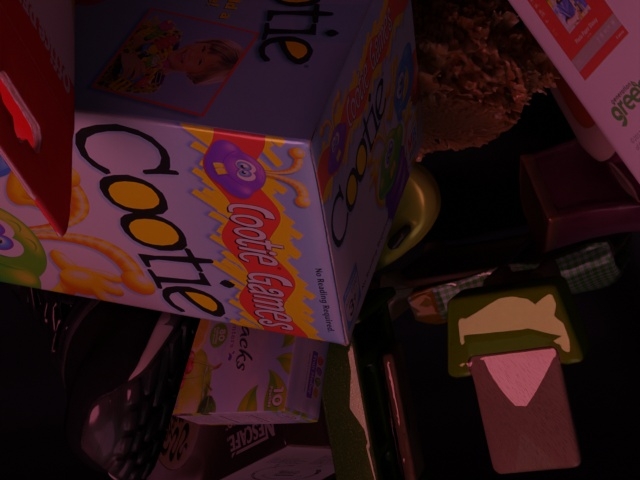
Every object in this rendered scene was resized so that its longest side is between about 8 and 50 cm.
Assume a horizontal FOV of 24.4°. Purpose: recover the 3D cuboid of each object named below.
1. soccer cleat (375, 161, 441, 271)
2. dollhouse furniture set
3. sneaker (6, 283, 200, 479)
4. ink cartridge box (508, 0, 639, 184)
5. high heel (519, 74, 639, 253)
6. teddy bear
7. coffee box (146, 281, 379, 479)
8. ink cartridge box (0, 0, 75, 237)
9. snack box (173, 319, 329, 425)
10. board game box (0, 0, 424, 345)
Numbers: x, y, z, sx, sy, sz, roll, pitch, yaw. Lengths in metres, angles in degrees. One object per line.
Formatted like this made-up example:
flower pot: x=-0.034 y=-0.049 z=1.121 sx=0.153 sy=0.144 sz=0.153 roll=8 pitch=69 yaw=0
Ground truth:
soccer cleat: x=-0.001 y=-0.001 z=1.188 sx=0.121 sy=0.093 sz=0.289 roll=-27 pitch=176 yaw=-47
dollhouse furniture set: x=0.141 y=0.086 z=1.145 sx=0.197 sy=0.151 sz=0.301 roll=-9 pitch=-172 yaw=22
sneaker: x=-0.129 y=0.036 z=0.823 sx=0.124 sy=0.107 sz=0.283 roll=15 pitch=-159 yaw=-3
ink cartridge box: x=0.166 y=-0.199 z=0.554 sx=0.130 sy=0.272 sz=0.309 roll=-30 pitch=170 yaw=-25
high heel: x=0.229 y=-0.105 z=0.933 sx=0.181 sy=0.127 sz=0.377 roll=-18 pitch=163 yaw=-4
teddy bear: x=-0.016 y=-0.096 z=0.909 sx=0.245 sy=0.113 sz=0.338 roll=12 pitch=161 yaw=-22
coffee box: x=-0.059 y=0.158 z=1.436 sx=0.118 sy=0.168 sz=0.297 roll=8 pitch=156 yaw=-30
ink cartridge box: x=-0.150 y=-0.125 z=0.584 sx=0.078 sy=0.231 sz=0.134 roll=-7 pitch=153 yaw=6
snack box: x=-0.039 y=0.045 z=0.943 sx=0.100 sy=0.141 sz=0.037 roll=-7 pitch=157 yaw=37
board game box: x=-0.104 y=-0.066 z=0.721 sx=0.275 sy=0.144 sz=0.142 roll=9 pitch=142 yaw=17
